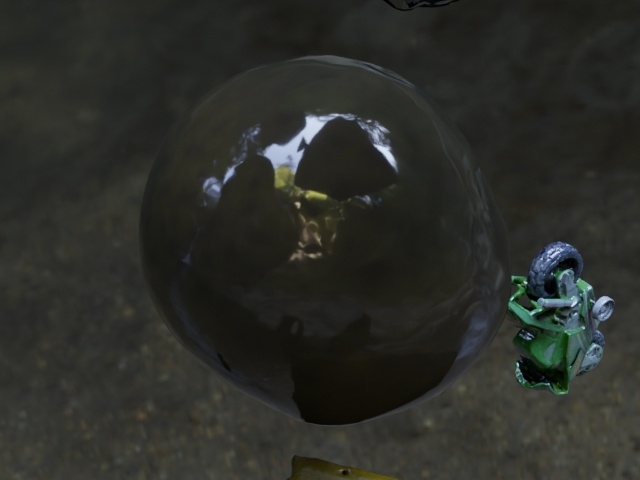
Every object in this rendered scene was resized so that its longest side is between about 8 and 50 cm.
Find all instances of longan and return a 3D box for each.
[{"bbox_3d":[0.000,0.000,1.086,0.258,0.258,0.258,-7,40,6],"label":"longan"}]

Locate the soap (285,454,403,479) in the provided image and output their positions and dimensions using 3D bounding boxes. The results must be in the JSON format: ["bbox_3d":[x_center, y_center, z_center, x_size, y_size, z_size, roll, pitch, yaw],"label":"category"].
[{"bbox_3d":[0.088,0.317,1.079,0.335,0.156,0.293,12,37,6],"label":"soap"}]

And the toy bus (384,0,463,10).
[{"bbox_3d":[-0.007,-0.139,0.411,0.072,0.057,0.172,-45,90,0],"label":"toy bus"}]

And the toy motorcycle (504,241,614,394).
[{"bbox_3d":[0.220,0.084,1.501,0.106,0.190,0.074,-41,48,-14],"label":"toy motorcycle"}]
